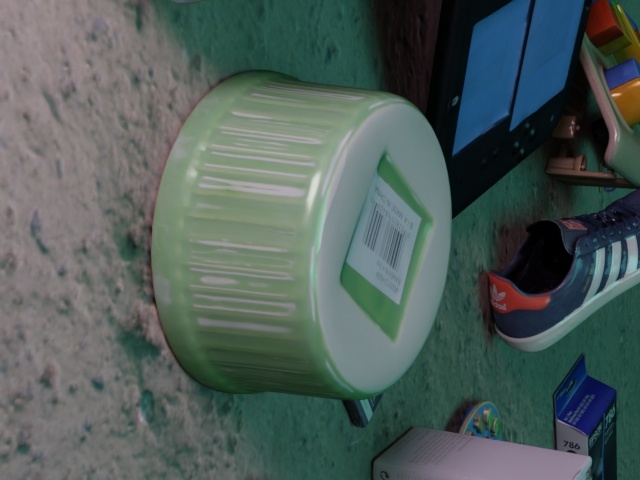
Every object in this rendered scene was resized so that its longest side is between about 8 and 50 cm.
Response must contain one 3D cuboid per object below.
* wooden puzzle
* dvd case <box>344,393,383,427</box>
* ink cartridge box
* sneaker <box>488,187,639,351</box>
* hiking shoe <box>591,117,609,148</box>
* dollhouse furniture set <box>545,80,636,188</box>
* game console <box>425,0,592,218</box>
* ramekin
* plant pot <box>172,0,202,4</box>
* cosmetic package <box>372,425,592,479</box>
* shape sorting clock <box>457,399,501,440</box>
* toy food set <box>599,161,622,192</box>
[{"bbox_3d":[0.461,-0.256,1.676,0.322,0.080,0.347,18,56,-58],"label":"wooden puzzle"},{"bbox_3d":[0.069,0.078,1.255,0.221,0.018,0.164,-57,141,-37],"label":"dvd case"},{"bbox_3d":[0.473,0.383,1.951,0.165,0.065,0.332,-38,126,-50],"label":"ink cartridge box"},{"bbox_3d":[0.378,0.004,1.568,0.350,0.131,0.148,-39,125,-19],"label":"sneaker"},{"bbox_3d":[0.537,-0.167,1.899,0.227,0.086,0.114,-10,79,-58],"label":"hiking shoe"},{"bbox_3d":[0.426,-0.167,1.703,0.144,0.123,0.151,12,85,-60],"label":"dollhouse furniture set"},{"bbox_3d":[0.230,-0.229,1.300,0.342,0.060,0.386,-42,147,-42],"label":"game console"},{"bbox_3d":[0.000,0.000,0.994,0.303,0.148,0.303,-17,110,-57],"label":"ramekin"},{"bbox_3d":[-0.033,-0.366,0.794,0.247,0.248,0.252,58,32,-46],"label":"plant pot"},{"bbox_3d":[0.189,0.290,1.286,0.117,0.231,0.085,-25,117,-55],"label":"cosmetic package"},{"bbox_3d":[0.213,0.324,1.522,0.206,0.040,0.206,-17,110,-57],"label":"shape sorting clock"},{"bbox_3d":[0.532,-0.130,1.989,0.122,0.019,0.078,-34,124,-52],"label":"toy food set"}]
